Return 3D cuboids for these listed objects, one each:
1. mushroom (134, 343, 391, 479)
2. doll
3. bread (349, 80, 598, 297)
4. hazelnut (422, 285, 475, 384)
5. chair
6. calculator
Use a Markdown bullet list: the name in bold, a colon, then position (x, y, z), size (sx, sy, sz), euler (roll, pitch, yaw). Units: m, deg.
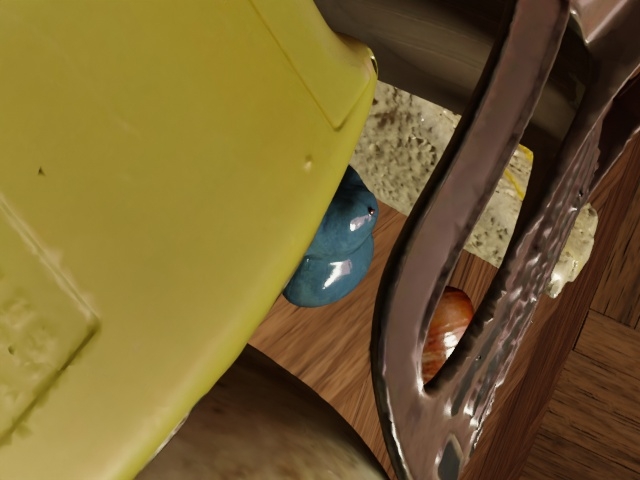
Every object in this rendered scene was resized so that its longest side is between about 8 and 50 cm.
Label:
- **mushroom**: position (-0.064, 0.135, 0.506), size (0.253, 0.189, 0.195), euler (-12, 123, -64)
- **doll**: position (0.000, 0.000, 0.783), size (0.076, 0.050, 0.083), euler (-50, 160, -33)
- **bread**: position (0.089, -0.053, 0.813), size (0.077, 0.152, 0.105), euler (-51, 163, -46)
- **hazelnut**: position (0.079, 0.073, 1.117), size (0.086, 0.086, 0.086), euler (-57, 163, -29)
- **chair**: position (0.052, -0.071, 0.594), size (0.326, 0.183, 0.175), euler (-56, 158, -15)
- **calculator**: position (-0.066, -0.021, 0.403), size (0.157, 0.033, 0.236), euler (55, 53, -29)
